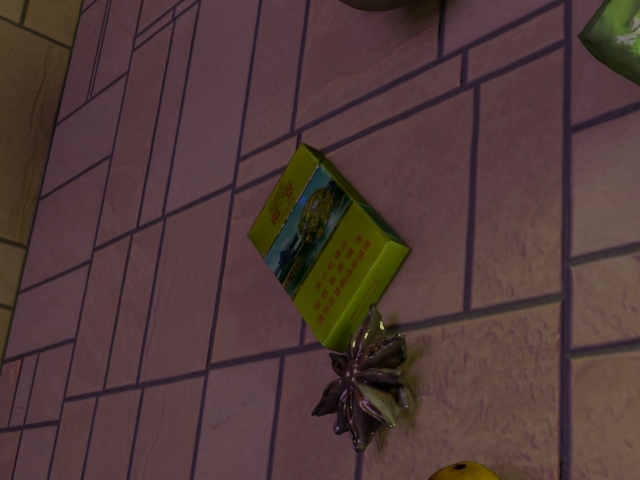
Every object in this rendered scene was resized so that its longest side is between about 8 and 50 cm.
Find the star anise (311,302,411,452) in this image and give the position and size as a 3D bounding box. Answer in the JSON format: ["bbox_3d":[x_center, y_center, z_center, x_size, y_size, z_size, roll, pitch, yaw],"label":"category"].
[{"bbox_3d":[0.059,0.180,1.220,0.182,0.065,0.195,-5,73,58],"label":"star anise"}]

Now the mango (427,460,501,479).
[{"bbox_3d":[0.159,0.348,0.966,0.136,0.099,0.228,-13,71,46],"label":"mango"}]

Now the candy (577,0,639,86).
[{"bbox_3d":[0.402,-0.302,0.899,0.344,0.132,0.142,-51,47,10],"label":"candy"}]

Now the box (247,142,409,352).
[{"bbox_3d":[0.000,0.000,1.407,0.187,0.047,0.335,-59,35,16],"label":"box"}]

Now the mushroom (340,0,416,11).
[{"bbox_3d":[0.074,-0.487,1.382,0.290,0.297,0.298,171,116,-78],"label":"mushroom"}]
